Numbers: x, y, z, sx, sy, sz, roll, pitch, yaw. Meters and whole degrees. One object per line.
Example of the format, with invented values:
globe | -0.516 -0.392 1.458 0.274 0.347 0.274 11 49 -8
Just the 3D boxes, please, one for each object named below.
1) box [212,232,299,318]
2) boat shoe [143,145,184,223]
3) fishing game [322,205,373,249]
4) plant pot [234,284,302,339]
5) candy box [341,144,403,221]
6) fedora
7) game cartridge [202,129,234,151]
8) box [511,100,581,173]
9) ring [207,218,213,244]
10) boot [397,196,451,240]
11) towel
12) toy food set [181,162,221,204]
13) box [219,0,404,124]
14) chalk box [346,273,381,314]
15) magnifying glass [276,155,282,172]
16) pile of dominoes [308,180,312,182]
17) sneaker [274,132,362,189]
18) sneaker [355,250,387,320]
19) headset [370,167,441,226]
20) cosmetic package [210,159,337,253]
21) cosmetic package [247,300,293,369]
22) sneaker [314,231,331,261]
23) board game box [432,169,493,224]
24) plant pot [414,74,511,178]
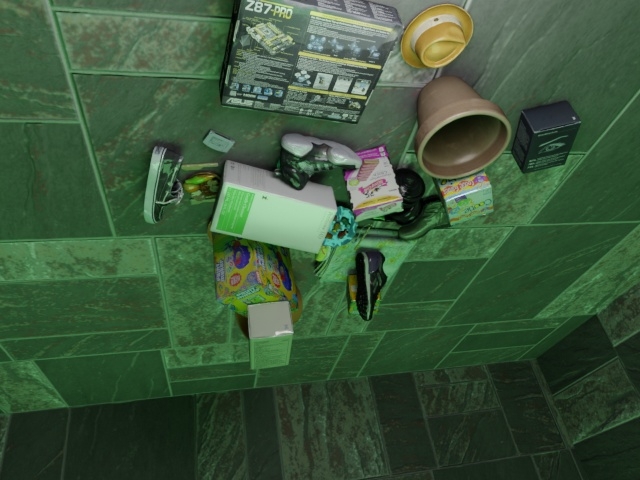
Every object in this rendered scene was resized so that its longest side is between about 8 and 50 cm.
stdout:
box | -0.237 0.113 1.771 0.177 0.290 0.279 -24 145 17
boat shoe | -0.481 -0.158 1.522 0.105 0.113 0.306 15 131 -12
fishing game | 0.047 -0.045 1.819 0.264 0.041 0.189 25 120 -18
plant pot | -0.216 0.280 2.117 0.203 0.291 0.291 -5 150 -41
candy box | 0.160 -0.185 1.558 0.159 0.233 0.071 -14 146 3
fedora | 0.310 -0.510 1.267 0.194 0.079 0.194 -8 146 -6
game cartridge | -0.307 -0.295 1.459 0.083 0.017 0.056 20 131 -38
box | 0.741 -0.338 1.615 0.153 0.108 0.207 -12 145 1
ring | -0.253 -0.045 1.824 0.337 0.032 0.336 -8 145 -6
boot | 0.411 -0.101 1.908 0.247 0.083 0.161 -19 139 2
towel | 0.187 0.074 2.072 0.375 0.090 0.320 3 144 -21
toy food set | -0.381 -0.172 1.594 0.132 0.038 0.192 -7 146 -7
box | -0.036 -0.459 1.229 0.395 0.097 0.318 3 145 -19
chalk box | 0.183 0.246 2.130 0.132 0.132 0.213 -4 151 -2
magnifying glass | -0.087 -0.210 1.637 0.092 0.026 0.231 -12 147 1
pile of dominoes | -0.108 -0.114 1.704 0.251 0.040 0.196 -32 139 25
sneaker | -0.012 -0.235 1.531 0.269 0.101 0.153 10 125 -20
sneaker | 0.218 0.185 1.961 0.124 0.283 0.107 -3 -171 -21
headset | 0.309 -0.174 1.745 0.394 0.185 0.243 -1 152 12
cosmetic package | -0.152 -0.106 1.580 0.366 0.155 0.197 12 124 -15
cosmetic package | -0.185 0.346 1.754 0.153 0.129 0.296 -3 147 -11
sneaker | 0.000 0.000 1.926 0.094 0.081 0.208 3 132 -19
board game box | 0.433 -0.214 1.558 0.144 0.275 0.142 -19 145 10
plant pot | 0.375 -0.342 1.396 0.263 0.229 0.263 -8 146 -6
